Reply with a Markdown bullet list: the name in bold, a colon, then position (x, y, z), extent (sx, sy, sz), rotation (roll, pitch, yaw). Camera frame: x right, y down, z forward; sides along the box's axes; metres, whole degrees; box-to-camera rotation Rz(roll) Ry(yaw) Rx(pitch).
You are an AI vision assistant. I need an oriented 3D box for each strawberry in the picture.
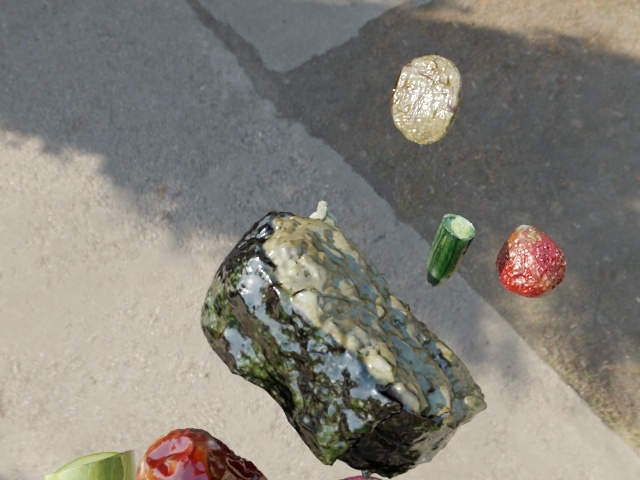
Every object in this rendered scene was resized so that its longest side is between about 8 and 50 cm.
- **strawberry**: position (0.297, 0.029, 0.757), extent (0.106, 0.106, 0.106), rotation (3, 65, -7)

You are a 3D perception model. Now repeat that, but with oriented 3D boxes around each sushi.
- **sushi**: position (0.026, 0.120, 0.634), extent (0.350, 0.171, 0.211), rotation (44, 34, 1)

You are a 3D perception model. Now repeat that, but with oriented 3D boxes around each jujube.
- **jujube**: position (-0.149, 0.351, 0.715), extent (0.155, 0.230, 0.155), rotation (-16, 34, 11)

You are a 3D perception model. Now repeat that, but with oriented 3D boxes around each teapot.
- **teapot**: position (0.000, 0.000, 1.067), extent (0.077, 0.107, 0.200), rotation (0, 31, 1)

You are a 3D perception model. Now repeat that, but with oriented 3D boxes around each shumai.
- **shumai**: position (0.188, -0.245, 0.909), extent (0.123, 0.139, 0.105), rotation (6, 26, 28)

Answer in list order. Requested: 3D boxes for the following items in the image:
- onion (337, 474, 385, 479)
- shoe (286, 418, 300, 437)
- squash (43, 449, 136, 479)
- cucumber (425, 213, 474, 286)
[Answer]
- **onion**: position (0.076, 0.439, 0.733), extent (0.200, 0.207, 0.201), rotation (0, 88, 4)
- **shoe**: position (-0.024, 0.246, 0.840), extent (0.095, 0.245, 0.137), rotation (-41, 94, -17)
- **squash**: position (-0.549, 0.555, 1.258), extent (0.220, 0.220, 0.133), rotation (-7, 94, -12)
- **cucumber**: position (0.171, 0.019, 0.717), extent (0.048, 0.105, 0.048), rotation (9, 36, -7)
